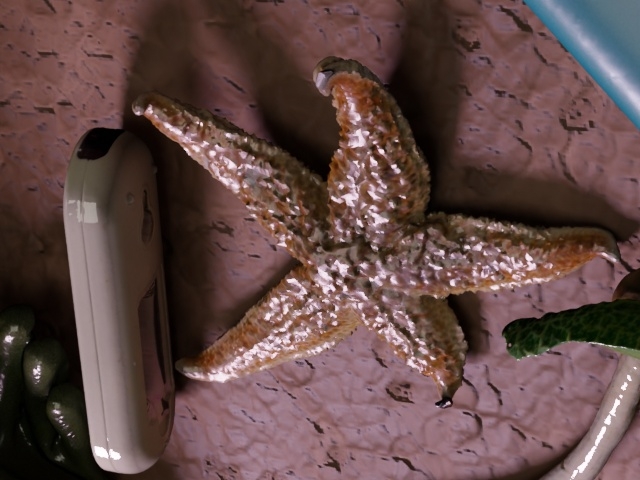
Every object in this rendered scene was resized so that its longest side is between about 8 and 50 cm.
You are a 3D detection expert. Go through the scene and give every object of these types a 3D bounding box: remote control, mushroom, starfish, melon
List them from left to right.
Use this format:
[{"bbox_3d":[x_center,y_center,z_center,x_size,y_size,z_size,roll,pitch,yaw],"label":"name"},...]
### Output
[{"bbox_3d":[-0.114,0.039,0.960,0.042,0.078,0.221,7,119,14],"label":"remote control"},{"bbox_3d":[0.002,-0.004,0.888,0.295,0.048,0.231,-20,114,39],"label":"starfish"},{"bbox_3d":[0.112,0.117,0.897,0.068,0.043,0.306,53,133,18],"label":"mushroom"},{"bbox_3d":[0.212,0.063,0.763,0.262,0.114,0.053,14,81,16],"label":"melon"}]

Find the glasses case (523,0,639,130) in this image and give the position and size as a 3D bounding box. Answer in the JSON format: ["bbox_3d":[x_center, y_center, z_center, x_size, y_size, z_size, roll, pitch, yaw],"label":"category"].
[{"bbox_3d":[0.157,-0.110,0.721,0.301,0.070,0.117,48,129,1],"label":"glasses case"}]

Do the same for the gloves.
[{"bbox_3d":[-0.193,0.163,1.054,0.107,0.135,0.268,13,113,55],"label":"gloves"}]
